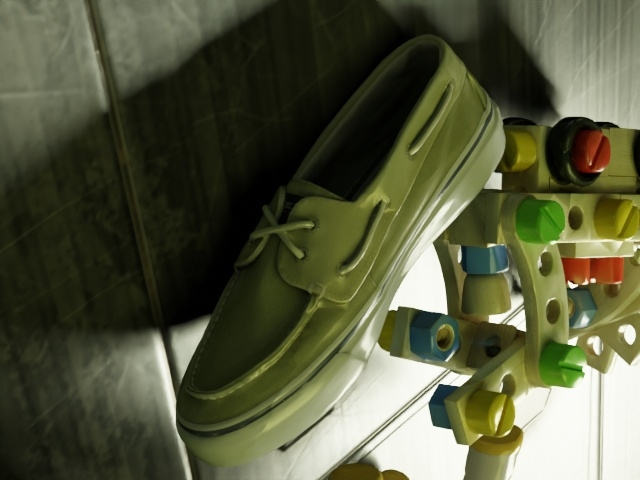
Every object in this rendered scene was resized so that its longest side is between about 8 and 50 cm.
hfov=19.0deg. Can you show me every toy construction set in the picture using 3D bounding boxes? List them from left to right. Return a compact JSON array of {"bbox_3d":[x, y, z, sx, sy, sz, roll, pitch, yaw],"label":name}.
[{"bbox_3d":[0.173,0.021,1.352,0.327,0.151,0.215,-3,95,-60],"label":"toy construction set"}]

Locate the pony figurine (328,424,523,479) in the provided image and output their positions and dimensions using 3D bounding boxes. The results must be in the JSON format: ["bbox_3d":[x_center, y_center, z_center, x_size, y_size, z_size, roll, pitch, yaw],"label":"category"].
[{"bbox_3d":[0.056,0.346,1.364,0.351,0.302,0.364,-42,137,-68],"label":"pony figurine"}]

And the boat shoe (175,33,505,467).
[{"bbox_3d":[0.000,0.000,1.176,0.302,0.109,0.094,-54,132,-22],"label":"boat shoe"}]
